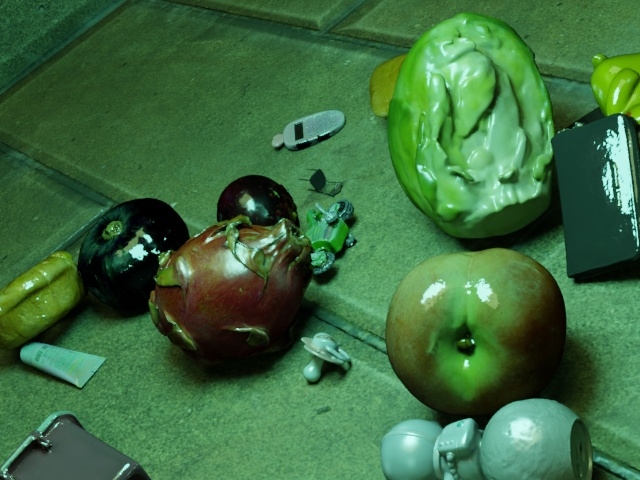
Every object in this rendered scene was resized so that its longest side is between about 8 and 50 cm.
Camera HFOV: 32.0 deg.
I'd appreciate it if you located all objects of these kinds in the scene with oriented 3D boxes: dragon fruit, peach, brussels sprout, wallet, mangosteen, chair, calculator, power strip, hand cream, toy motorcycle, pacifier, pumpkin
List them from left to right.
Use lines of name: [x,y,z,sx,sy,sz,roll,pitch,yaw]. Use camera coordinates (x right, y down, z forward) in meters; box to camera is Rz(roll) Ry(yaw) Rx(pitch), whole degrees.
hand cream: [-0.486,0.228,2.083,0.174,0.047,0.076,10,47,32]
pumpkin: [-0.355,0.026,2.140,0.233,0.163,0.233,-21,35,16]
dragon fruit: [-0.146,0.087,1.852,0.315,0.250,0.250,-19,35,10]
mangosteen: [-0.128,-0.033,2.063,0.184,0.172,0.172,-34,28,32]
calculator: [-0.025,-0.232,2.362,0.166,0.024,0.103,-19,36,11]
chair: [0.000,-0.115,2.175,0.086,0.042,0.037,13,55,45]
toy motorcycle: [0.000,0.000,2.010,0.106,0.074,0.190,-17,35,32]
pacifier: [0.002,0.191,1.770,0.078,0.081,0.099,-63,10,5]
brussels sprout: [0.258,-0.182,1.866,0.276,0.315,0.371,-6,71,-10]
peach: [0.217,0.125,1.545,0.252,0.252,0.252,-19,35,14]
power strip: [0.476,-0.204,1.960,0.111,0.029,0.038,-33,34,-6]
wallet: [0.422,-0.072,1.683,0.149,0.044,0.250,-18,66,45]

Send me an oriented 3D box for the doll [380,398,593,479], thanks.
doll: [0.200,0.279,1.438,0.287,0.151,0.151,-9,39,32]

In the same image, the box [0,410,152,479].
box: [-0.312,0.397,1.530,0.167,0.294,0.193,19,56,35]

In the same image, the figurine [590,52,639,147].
figurine: [0.520,-0.174,1.764,0.218,0.169,0.327,-13,39,13]

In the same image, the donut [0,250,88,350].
donut: [-0.558,0.116,2.159,0.226,0.114,0.226,-32,9,6]

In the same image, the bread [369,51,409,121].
bread: [0.218,-0.309,2.203,0.245,0.121,0.174,-14,36,17]
